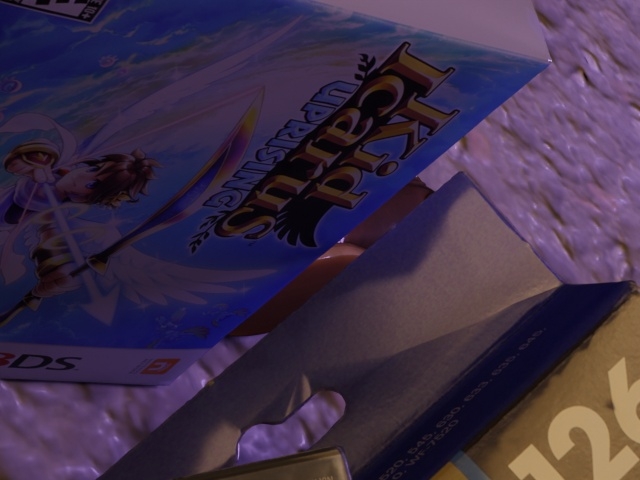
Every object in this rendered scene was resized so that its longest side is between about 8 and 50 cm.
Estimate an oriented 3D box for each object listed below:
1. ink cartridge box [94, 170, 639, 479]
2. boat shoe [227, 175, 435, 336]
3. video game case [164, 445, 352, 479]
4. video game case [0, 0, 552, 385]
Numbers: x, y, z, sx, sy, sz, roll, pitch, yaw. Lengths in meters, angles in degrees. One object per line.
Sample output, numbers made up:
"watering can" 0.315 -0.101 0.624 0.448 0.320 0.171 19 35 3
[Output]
"ink cartridge box" 0.061 0.164 0.635 0.303 0.072 0.307 -40 86 -19
"boat shoe" 0.000 0.000 0.856 0.207 0.073 0.073 -6 61 -55
"video game case" -0.054 0.218 0.543 0.196 0.026 0.274 -10 67 -11
"video game case" -0.089 -0.033 0.628 0.244 0.269 0.061 6 55 -41
